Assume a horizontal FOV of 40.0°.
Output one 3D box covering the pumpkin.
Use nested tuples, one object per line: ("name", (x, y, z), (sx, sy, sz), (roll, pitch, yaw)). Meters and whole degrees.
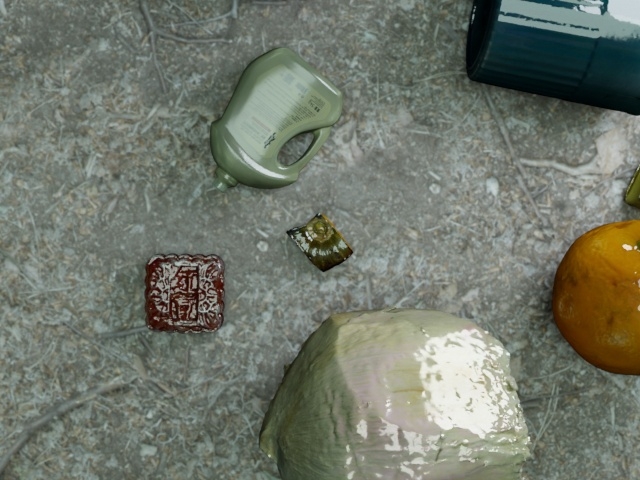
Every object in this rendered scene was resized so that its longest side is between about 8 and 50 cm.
("pumpkin", (0.000, 0.002, 1.508), (0.073, 0.035, 0.101), (-37, 97, 10))

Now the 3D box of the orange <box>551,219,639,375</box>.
("orange", (0.510, 0.093, 1.431), (0.261, 0.261, 0.261), (0, 92, -4))

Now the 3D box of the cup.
("cup", (0.404, -0.375, 1.416), (0.292, 0.242, 0.308), (8, 94, -2))

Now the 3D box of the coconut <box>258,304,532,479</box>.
("coconut", (0.091, 0.293, 1.351), (0.404, 0.404, 0.405), (0, 92, -4))

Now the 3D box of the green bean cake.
("green bean cake", (-0.228, 0.089, 1.484), (0.135, 0.056, 0.135), (1, 91, -4))

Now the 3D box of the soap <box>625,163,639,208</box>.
("soap", (0.641, -0.142, 1.521), (0.135, 0.076, 0.233), (27, 89, -4))

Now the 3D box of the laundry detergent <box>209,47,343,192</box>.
("laundry detergent", (-0.090, -0.183, 1.465), (0.181, 0.091, 0.253), (38, 89, -10))
